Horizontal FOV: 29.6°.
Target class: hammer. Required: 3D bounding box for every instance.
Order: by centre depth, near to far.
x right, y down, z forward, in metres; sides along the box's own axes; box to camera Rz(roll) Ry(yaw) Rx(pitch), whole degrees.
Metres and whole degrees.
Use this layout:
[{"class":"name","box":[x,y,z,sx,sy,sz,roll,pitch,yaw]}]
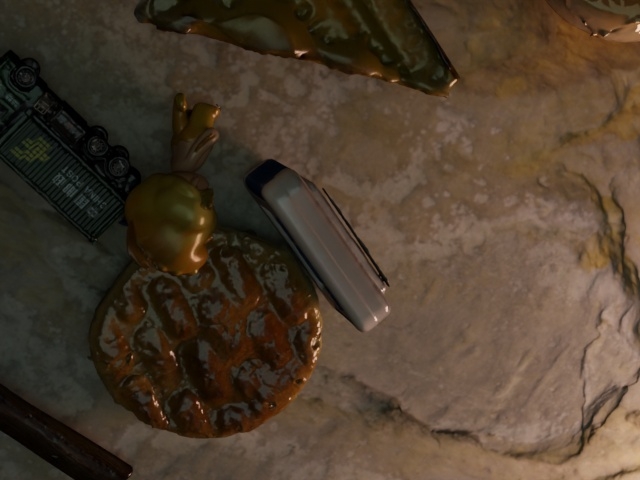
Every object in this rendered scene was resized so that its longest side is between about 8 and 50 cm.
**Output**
[{"class":"hammer","box":[-0.447,0.243,1.720,0.409,0.095,0.242,38,104,-24]}]

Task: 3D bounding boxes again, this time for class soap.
[{"class":"soap","box":[-0.030,-0.262,1.620,0.304,0.169,0.339,-36,106,1]}]

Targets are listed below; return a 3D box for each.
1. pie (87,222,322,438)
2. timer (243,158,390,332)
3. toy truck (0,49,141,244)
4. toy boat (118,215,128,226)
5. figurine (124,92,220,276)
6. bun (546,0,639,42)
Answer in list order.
[{"class":"pie","box":[-0.159,0.133,1.746,0.339,0.083,0.340,-2,102,-11]},{"class":"timer","box":[0.000,0.000,1.687,0.078,0.178,0.253,-37,108,-5]},{"class":"toy truck","box":[-0.360,-0.131,1.637,0.121,0.088,0.259,-44,108,3]},{"class":"toy boat","box":[-0.252,-0.051,1.704,0.083,0.038,0.038,-44,107,2]},{"class":"figurine","box":[-0.190,-0.069,1.631,0.131,0.156,0.246,22,64,-28]},{"class":"bun","box":[0.419,-0.416,1.663,0.298,0.165,0.299,0,93,3]}]
